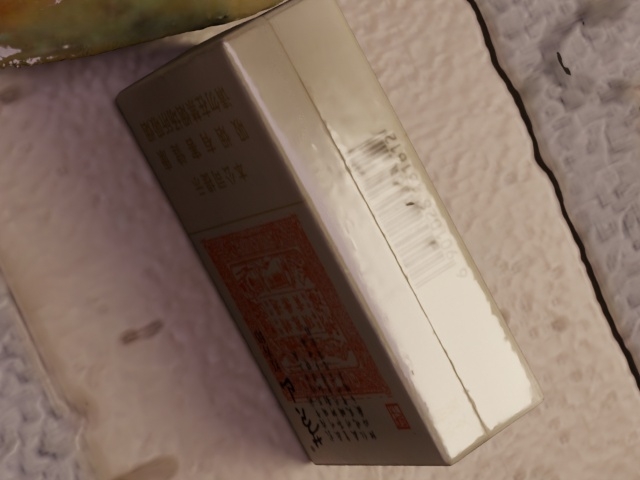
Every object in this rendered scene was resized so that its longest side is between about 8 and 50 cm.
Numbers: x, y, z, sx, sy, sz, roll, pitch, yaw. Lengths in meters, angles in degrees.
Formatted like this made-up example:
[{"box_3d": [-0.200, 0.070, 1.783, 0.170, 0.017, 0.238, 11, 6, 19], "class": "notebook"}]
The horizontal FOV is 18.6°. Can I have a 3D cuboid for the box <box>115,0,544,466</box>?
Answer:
[{"box_3d": [0.000, 0.000, 0.851, 0.058, 0.141, 0.201, -32, 99, -24], "class": "box"}]

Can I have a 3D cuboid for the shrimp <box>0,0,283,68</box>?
[{"box_3d": [-0.107, -0.144, 0.866, 0.267, 0.061, 0.145, -26, 84, -14], "class": "shrimp"}]
